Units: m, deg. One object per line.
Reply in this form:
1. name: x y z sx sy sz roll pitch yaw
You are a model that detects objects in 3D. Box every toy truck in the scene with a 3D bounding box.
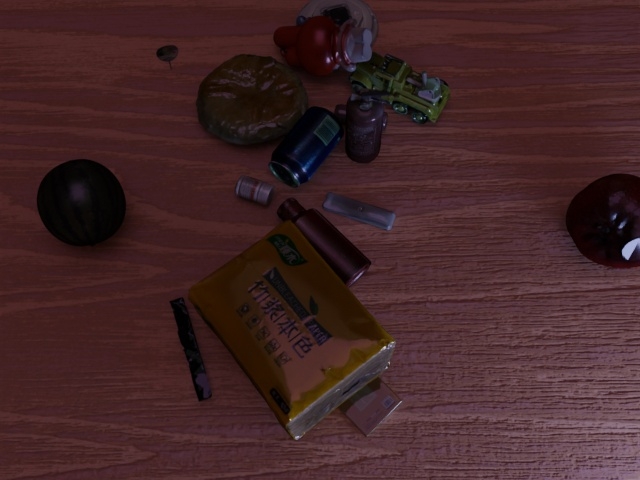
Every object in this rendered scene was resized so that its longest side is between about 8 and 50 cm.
1. toy truck: 0.210 -0.426 1.992 0.260 0.135 0.128 26 69 15

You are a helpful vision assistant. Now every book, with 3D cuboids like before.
1. book: 0.086 0.346 1.732 0.118 0.012 0.172 -41 73 -15

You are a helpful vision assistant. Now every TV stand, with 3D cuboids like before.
1. TV stand: -0.302 0.254 1.763 0.036 0.042 0.249 -18 68 -9

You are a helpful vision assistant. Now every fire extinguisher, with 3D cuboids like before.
1. fire extinguisher: 0.113 -0.293 1.863 0.105 0.269 0.104 0 66 1

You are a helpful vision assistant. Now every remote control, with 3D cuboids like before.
1. remote control: 0.096 -0.077 1.903 0.184 0.027 0.049 18 68 10

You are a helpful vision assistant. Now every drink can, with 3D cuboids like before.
1. drink can: -0.036 -0.238 1.925 0.118 0.118 0.205 34 71 14

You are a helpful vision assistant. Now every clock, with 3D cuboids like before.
1. clock: 0.045 -0.609 2.116 0.237 0.053 0.236 -1 66 2

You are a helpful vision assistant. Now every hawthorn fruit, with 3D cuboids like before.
1. hawthorn fruit: 0.730 -0.063 1.797 0.266 0.210 0.230 -35 63 -31

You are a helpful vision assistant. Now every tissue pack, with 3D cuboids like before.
1. tissue pack: -0.063 0.194 1.676 0.293 0.228 0.382 -36 67 -11

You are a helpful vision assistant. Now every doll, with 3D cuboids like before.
1. doll: -0.001 -0.518 2.012 0.290 0.130 0.160 8 105 33

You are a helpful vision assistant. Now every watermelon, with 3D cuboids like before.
1. watermelon: -0.573 -0.088 1.825 0.212 0.212 0.212 0 67 1

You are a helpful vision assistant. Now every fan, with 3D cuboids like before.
1. fan: -0.432 -0.514 2.111 0.060 0.003 0.080 11 68 6

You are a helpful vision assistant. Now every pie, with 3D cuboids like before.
1. pie: -0.185 -0.374 2.011 0.307 0.071 0.306 0 64 0

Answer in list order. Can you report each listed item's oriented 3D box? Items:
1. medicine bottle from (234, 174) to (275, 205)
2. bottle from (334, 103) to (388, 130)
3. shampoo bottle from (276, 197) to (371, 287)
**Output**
1. medicine bottle: -0.166 -0.127 1.913 0.089 0.057 0.057 20 69 9
2. bottle: 0.106 -0.324 1.993 0.140 0.053 0.053 11 68 6
3. shampoo bottle: 0.000 0.000 1.852 0.102 0.064 0.260 -41 72 -11
